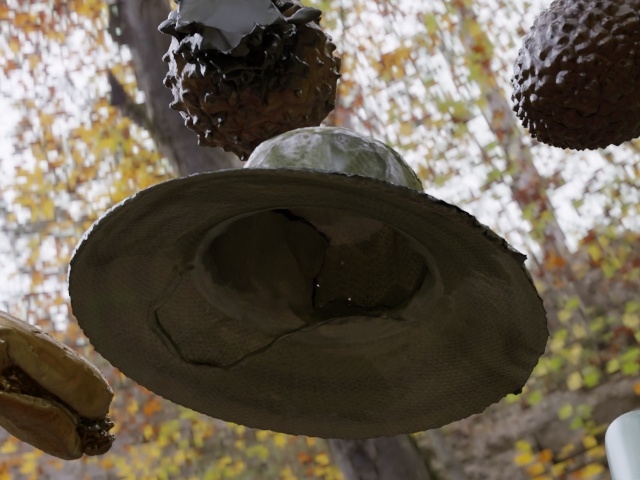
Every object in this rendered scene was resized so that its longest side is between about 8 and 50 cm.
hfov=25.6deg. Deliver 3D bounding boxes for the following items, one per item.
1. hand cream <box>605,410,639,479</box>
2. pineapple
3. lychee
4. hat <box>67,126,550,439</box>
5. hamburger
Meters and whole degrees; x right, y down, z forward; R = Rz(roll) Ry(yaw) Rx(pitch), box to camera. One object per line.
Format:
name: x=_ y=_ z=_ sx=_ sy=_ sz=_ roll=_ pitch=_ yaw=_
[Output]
hand cream: x=0.290 y=0.270 z=1.229 sx=0.067 sy=0.320 sz=0.109 roll=-4 pitch=-57 yaw=11
pineapple: x=-0.067 y=-0.151 z=1.128 sx=0.158 sy=0.158 sz=0.279 roll=-22 pitch=-7 yaw=3
lychee: x=0.317 y=-0.197 z=1.571 sx=0.238 sy=0.200 sz=0.200 roll=-39 pitch=-38 yaw=-29
hat: x=0.000 y=0.000 z=0.740 sx=0.252 sy=0.110 sz=0.252 roll=5 pitch=-35 yaw=3
hamburger: x=-0.233 y=0.112 z=1.116 sx=0.083 sy=0.138 sz=0.147 roll=-55 pitch=-49 yaw=-11
